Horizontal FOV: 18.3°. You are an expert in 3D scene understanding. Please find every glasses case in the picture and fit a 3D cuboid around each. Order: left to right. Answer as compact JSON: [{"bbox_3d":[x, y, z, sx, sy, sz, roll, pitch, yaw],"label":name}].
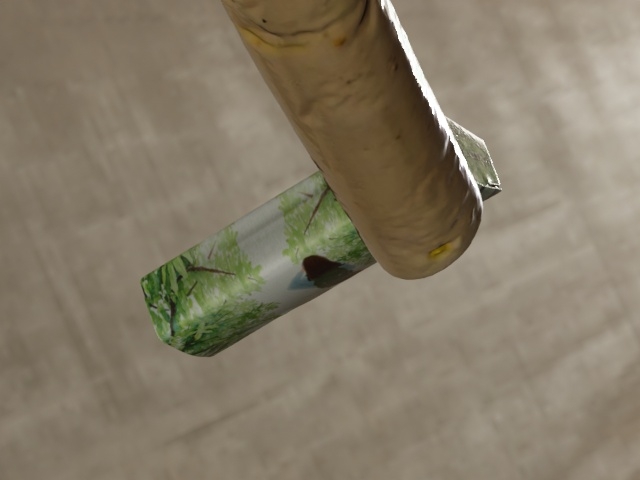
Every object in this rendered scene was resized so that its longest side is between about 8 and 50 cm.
[{"bbox_3d":[0.000,0.000,1.508,0.272,0.062,0.095,-31,-28,21],"label":"glasses case"}]

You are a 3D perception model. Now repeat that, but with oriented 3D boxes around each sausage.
[{"bbox_3d":[0.002,-0.082,0.777,0.066,0.066,0.301,-24,-38,7],"label":"sausage"}]
